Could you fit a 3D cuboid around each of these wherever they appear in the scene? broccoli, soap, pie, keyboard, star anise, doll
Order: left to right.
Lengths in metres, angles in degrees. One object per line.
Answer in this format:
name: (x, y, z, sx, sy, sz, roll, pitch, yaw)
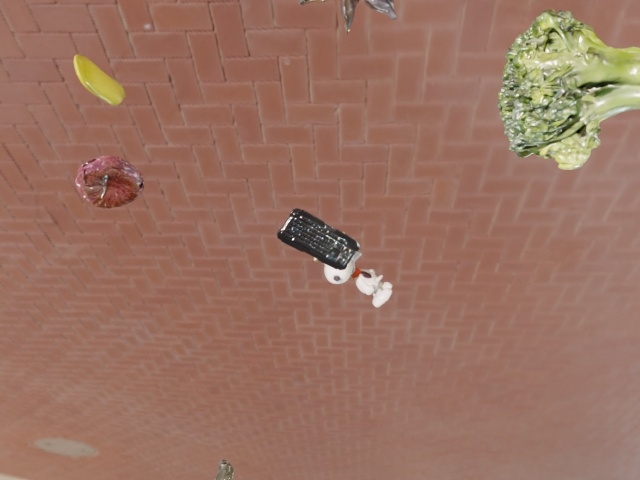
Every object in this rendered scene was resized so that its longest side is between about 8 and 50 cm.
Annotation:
soap: (-0.500, -0.356, 1.223, 0.033, 0.089, 0.168, -17, 165, 9)
pie: (-0.471, -0.127, 1.205, 0.154, 0.038, 0.153, -17, 150, -10)
keyboard: (0.000, 0.000, 1.478, 0.262, 0.016, 0.106, 29, 97, -37)
star anise: (0.042, -0.420, 0.858, 0.205, 0.061, 0.180, 23, 148, -16)
doll: (0.100, 0.093, 1.746, 0.271, 0.208, 0.144, 25, 127, -33)
broccoli: (0.414, -0.239, 0.846, 0.246, 0.288, 0.248, 20, 172, 32)

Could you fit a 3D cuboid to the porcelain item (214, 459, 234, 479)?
porcelain item: (-0.188, 0.477, 0.933, 0.081, 0.215, 0.069, 42, 116, -11)
